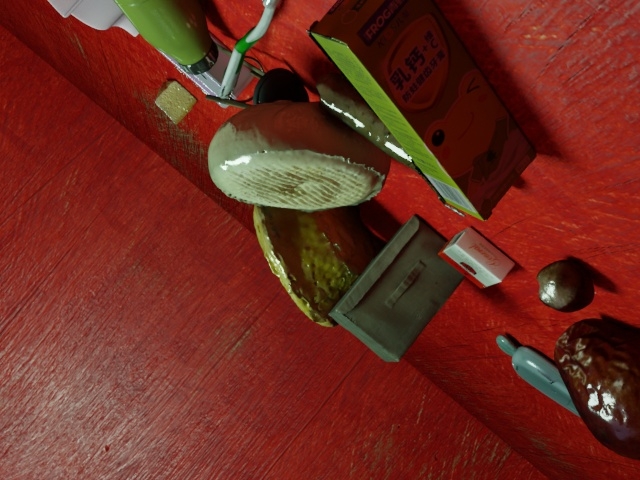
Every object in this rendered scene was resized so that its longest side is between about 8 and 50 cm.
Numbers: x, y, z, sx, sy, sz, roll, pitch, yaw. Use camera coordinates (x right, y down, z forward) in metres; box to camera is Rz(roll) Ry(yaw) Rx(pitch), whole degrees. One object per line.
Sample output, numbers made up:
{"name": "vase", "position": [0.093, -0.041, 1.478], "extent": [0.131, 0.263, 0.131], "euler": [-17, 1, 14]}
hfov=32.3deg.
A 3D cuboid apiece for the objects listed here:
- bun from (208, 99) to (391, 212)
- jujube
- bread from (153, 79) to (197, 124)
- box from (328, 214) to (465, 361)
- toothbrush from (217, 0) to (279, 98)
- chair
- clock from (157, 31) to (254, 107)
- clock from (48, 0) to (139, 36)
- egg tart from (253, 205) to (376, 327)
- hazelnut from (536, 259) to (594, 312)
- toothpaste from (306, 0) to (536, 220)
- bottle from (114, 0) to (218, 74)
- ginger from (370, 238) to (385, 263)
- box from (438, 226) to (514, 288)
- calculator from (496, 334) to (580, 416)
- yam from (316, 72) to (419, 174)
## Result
{"name": "bun", "position": [-0.032, -0.140, 1.686], "extent": [0.287, 0.146, 0.287], "euler": [-2, 165, 0]}
{"name": "jujube", "position": [0.456, 0.216, 1.649], "extent": [0.190, 0.190, 0.255], "euler": [46, -174, -37]}
{"name": "bread", "position": [-0.349, -0.323, 2.552], "extent": [0.084, 0.080, 0.109], "euler": [45, 168, -22]}
{"name": "box", "position": [0.149, 0.091, 2.046], "extent": [0.149, 0.231, 0.155], "euler": [39, 171, 1]}
{"name": "toothbrush", "position": [-0.104, -0.285, 1.602], "extent": [0.040, 0.042, 0.418], "euler": [45, 161, 2]}
{"name": "chair", "position": [-0.110, -0.260, 1.823], "extent": [0.221, 0.104, 0.095], "euler": [34, 153, 47]}
{"name": "clock", "position": [-0.218, -0.332, 1.992], "extent": [0.197, 0.063, 0.150], "euler": [41, 172, -10]}
{"name": "clock", "position": [-0.412, -0.469, 1.827], "extent": [0.290, 0.080, 0.275], "euler": [51, -164, 14]}
{"name": "egg tart", "position": [0.000, 0.000, 2.173], "extent": [0.345, 0.132, 0.345], "euler": [44, -148, -37]}
{"name": "hazelnut", "position": [0.352, 0.065, 1.582], "extent": [0.086, 0.086, 0.086], "euler": [39, 172, 7]}
{"name": "toothpaste", "position": [0.124, -0.160, 1.245], "extent": [0.077, 0.110, 0.327], "euler": [32, 169, 50]}
{"name": "bottle", "position": [-0.246, -0.364, 1.753], "extent": [0.112, 0.112, 0.260], "euler": [34, 168, 35]}
{"name": "ginger", "position": [0.083, 0.076, 2.495], "extent": [0.256, 0.176, 0.375], "euler": [43, 180, 26]}
{"name": "box", "position": [0.262, 0.031, 1.873], "extent": [0.100, 0.048, 0.152], "euler": [41, 170, 1]}
{"name": "calculator", "position": [0.487, 0.297, 2.305], "extent": [0.299, 0.041, 0.185], "euler": [36, 171, 15]}
{"name": "yam", "position": [0.120, -0.140, 1.522], "extent": [0.317, 0.067, 0.071], "euler": [35, 157, 22]}
